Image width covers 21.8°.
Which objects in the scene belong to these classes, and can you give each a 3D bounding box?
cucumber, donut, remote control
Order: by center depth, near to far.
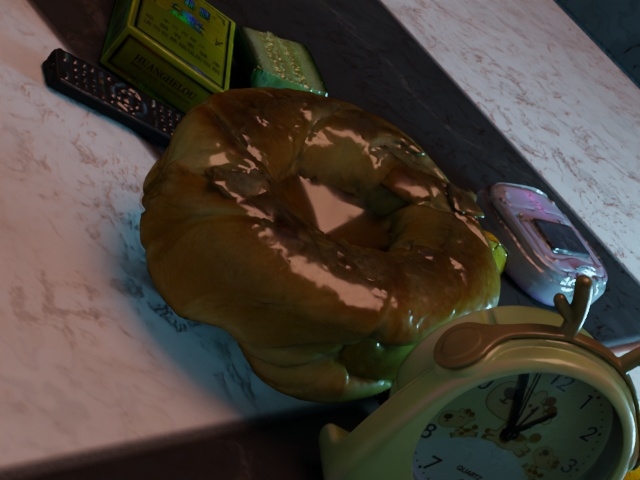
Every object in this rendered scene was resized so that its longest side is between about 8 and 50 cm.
[{"bbox_3d":[0.000,0.000,1.563,0.360,0.170,0.360,21,34,-15],"label":"donut"},{"bbox_3d":[-0.187,-0.133,1.772,0.245,0.025,0.063,28,27,-31],"label":"remote control"},{"bbox_3d":[-0.060,-0.208,2.066,0.116,0.062,0.115,15,32,-34],"label":"cucumber"},{"bbox_3d":[0.198,0.013,2.121,0.083,0.067,0.038,-4,48,-17],"label":"donut"}]

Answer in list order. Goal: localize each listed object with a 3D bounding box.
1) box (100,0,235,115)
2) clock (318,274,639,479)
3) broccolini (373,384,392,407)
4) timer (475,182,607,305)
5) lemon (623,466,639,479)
[{"bbox_3d":[-0.173,-0.231,1.922,0.141,0.064,0.220,33,26,-18],"label":"box"},{"bbox_3d":[0.167,0.156,1.446,0.235,0.308,0.096,31,25,-25],"label":"clock"},{"bbox_3d":[0.002,0.113,1.612,0.271,0.062,0.123,21,24,-27],"label":"broccolini"},{"bbox_3d":[0.297,0.005,2.245,0.208,0.069,0.191,7,43,-56],"label":"timer"},{"bbox_3d":[0.284,0.248,1.716,0.114,0.114,0.155,47,20,13],"label":"lemon"}]
